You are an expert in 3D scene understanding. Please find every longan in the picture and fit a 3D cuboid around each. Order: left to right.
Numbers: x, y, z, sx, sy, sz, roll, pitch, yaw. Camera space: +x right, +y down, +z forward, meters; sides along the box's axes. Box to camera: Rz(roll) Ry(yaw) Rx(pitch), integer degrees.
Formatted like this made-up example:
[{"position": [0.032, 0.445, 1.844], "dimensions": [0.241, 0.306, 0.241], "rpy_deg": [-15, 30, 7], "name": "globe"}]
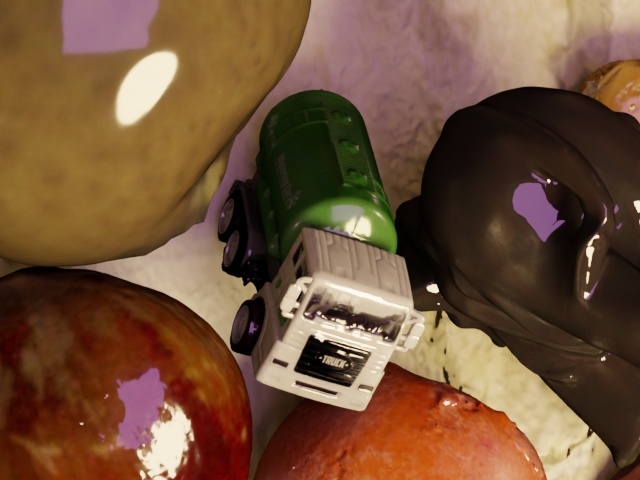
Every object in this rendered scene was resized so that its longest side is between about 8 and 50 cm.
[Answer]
[{"position": [-0.158, -0.146, 1.262], "dimensions": [0.318, 0.319, 0.319], "rpy_deg": [0, 91, -20], "name": "longan"}]

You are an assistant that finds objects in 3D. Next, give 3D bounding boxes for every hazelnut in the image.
[{"position": [-0.157, 0.111, 1.314], "dimensions": [0.233, 0.218, 0.218], "rpy_deg": [-13, 96, 20], "name": "hazelnut"}]

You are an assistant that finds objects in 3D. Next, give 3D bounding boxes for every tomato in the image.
[{"position": [0.054, 0.192, 1.392], "dimensions": [0.208, 0.208, 0.184], "rpy_deg": [33, 78, -18], "name": "tomato"}]

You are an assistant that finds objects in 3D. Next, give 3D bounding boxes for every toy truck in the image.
[{"position": [0.000, 0.000, 1.365], "dimensions": [0.101, 0.242, 0.125], "rpy_deg": [18, 121, -20], "name": "toy truck"}]

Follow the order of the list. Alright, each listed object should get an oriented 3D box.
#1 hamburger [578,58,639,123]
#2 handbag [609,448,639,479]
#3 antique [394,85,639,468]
[{"position": [0.266, -0.074, 1.536], "dimensions": [0.147, 0.083, 0.138], "rpy_deg": [1, 94, -17], "name": "hamburger"}, {"position": [0.349, 0.181, 1.538], "dimensions": [0.235, 0.127, 0.213], "rpy_deg": [20, 122, -24], "name": "handbag"}, {"position": [0.172, 0.012, 1.377], "dimensions": [0.255, 0.322, 0.185], "rpy_deg": [39, 75, 12], "name": "antique"}]
